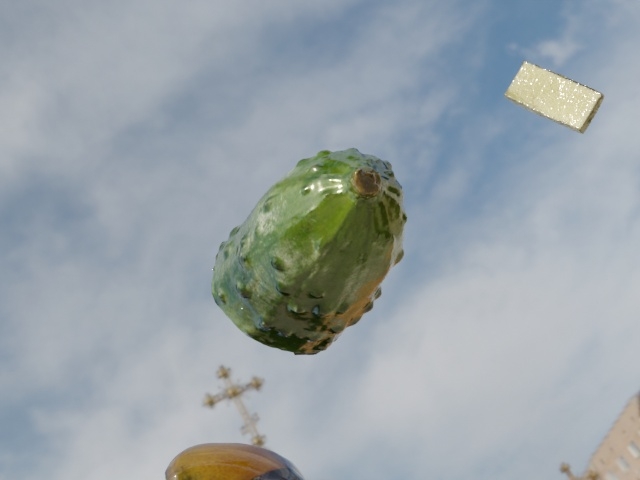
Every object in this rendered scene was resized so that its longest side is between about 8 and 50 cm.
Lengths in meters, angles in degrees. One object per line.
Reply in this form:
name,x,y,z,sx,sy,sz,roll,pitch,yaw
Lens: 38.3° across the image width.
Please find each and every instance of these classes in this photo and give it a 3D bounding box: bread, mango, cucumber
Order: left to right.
mango,-0.075,0.338,1.019,0.152,0.201,0.287,-14,-39,-12
cucumber,0.002,-0.003,0.694,0.134,0.134,0.244,-18,-13,-22
bread,0.360,-0.222,1.426,0.028,0.153,0.068,28,-86,-53
